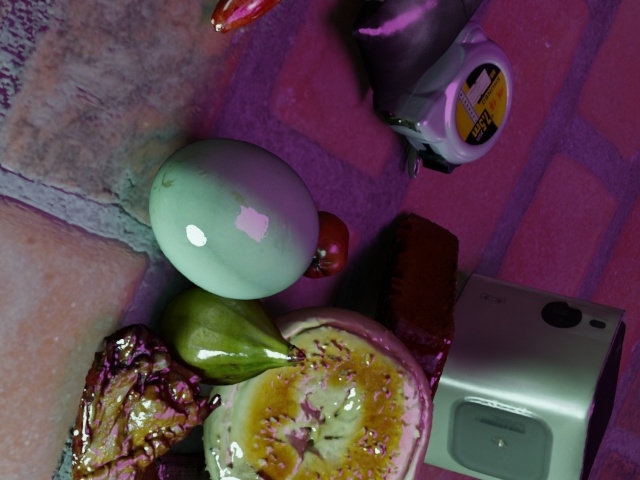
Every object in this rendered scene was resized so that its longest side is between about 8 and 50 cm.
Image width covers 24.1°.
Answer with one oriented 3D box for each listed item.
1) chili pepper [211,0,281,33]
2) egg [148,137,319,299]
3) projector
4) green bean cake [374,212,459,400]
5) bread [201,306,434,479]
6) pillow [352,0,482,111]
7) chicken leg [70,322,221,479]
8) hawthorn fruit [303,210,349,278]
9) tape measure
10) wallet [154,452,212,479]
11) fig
[{"bbox_3d":[-0.062,-0.287,1.644,0.169,0.065,0.088,-50,143,-18],"label":"chili pepper"},{"bbox_3d":[-0.095,-0.024,1.652,0.231,0.168,0.168,36,79,-54],"label":"egg"},{"bbox_3d":[0.302,0.220,2.233,0.249,0.249,0.248,-57,154,-46],"label":"projector"},{"bbox_3d":[0.127,0.099,2.028,0.233,0.097,0.199,-81,-176,-67],"label":"green bean cake"},{"bbox_3d":[-0.009,0.231,1.871,0.305,0.159,0.306,0,92,-14],"label":"bread"},{"bbox_3d":[0.128,-0.296,1.865,0.250,0.106,0.186,-54,154,-14],"label":"pillow"},{"bbox_3d":[-0.202,0.237,1.706,0.177,0.083,0.323,-4,114,-24],"label":"chicken leg"},{"bbox_3d":[0.000,0.000,1.896,0.093,0.081,0.081,-74,162,-51],"label":"hawthorn fruit"},{"bbox_3d":[0.173,-0.188,2.003,0.196,0.105,0.178,-55,138,-20],"label":"tape measure"},{"bbox_3d":[-0.152,0.326,1.897,0.230,0.042,0.124,9,95,-59],"label":"wallet"},{"bbox_3d":[-0.091,0.103,1.734,0.133,0.184,0.127,59,30,-42],"label":"fig"}]
